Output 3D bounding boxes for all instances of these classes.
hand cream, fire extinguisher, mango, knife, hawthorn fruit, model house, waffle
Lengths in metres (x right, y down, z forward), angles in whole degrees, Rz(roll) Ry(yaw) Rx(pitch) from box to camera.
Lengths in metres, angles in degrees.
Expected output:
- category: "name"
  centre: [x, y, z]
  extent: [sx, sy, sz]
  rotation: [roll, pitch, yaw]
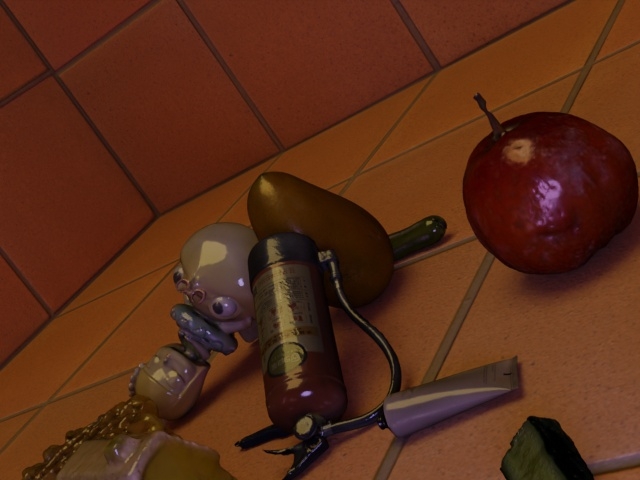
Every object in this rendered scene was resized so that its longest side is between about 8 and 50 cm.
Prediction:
- category: "hand cream"
  centre: [0.154, 0.191, 1.228]
  extent: [0.186, 0.054, 0.087]
  rotation: [-23, 13, 17]
- category: "fire extinguisher"
  centre: [-0.008, 0.145, 1.422]
  extent: [0.200, 0.113, 0.376]
  rotation: [-34, 44, 26]
- category: "mango"
  centre: [0.000, 0.000, 1.693]
  extent: [0.173, 0.317, 0.211]
  rotation: [-42, 43, 14]
- category: "knife"
  centre: [-0.079, 0.287, 1.489]
  extent: [0.121, 0.018, 0.031]
  rotation: [-28, 14, 29]
- category: "hawthorn fruit"
  centre: [0.289, -0.090, 1.377]
  extent: [0.242, 0.272, 0.242]
  rotation: [-41, 16, 14]
- category: "model house"
  centre: [-0.196, 0.318, 1.220]
  extent: [0.193, 0.234, 0.175]
  rotation: [-15, 25, 48]
- category: "waffle"
  centre: [-0.355, 0.383, 1.532]
  extent: [0.324, 0.151, 0.261]
  rotation: [-36, 9, -18]

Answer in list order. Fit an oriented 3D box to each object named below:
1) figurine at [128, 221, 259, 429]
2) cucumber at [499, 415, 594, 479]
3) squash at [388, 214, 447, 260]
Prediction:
- category: "figurine"
  centre: [-0.194, 0.168, 1.806]
  extent: [0.226, 0.274, 0.394]
  rotation: [30, 87, 33]
- category: "cucumber"
  centre: [0.227, 0.240, 0.901]
  extent: [0.211, 0.062, 0.078]
  rotation: [-113, 45, -69]
- category: "squash"
  centre: [0.153, 0.002, 1.815]
  extent: [0.183, 0.052, 0.052]
  rotation: [-26, 17, 36]
